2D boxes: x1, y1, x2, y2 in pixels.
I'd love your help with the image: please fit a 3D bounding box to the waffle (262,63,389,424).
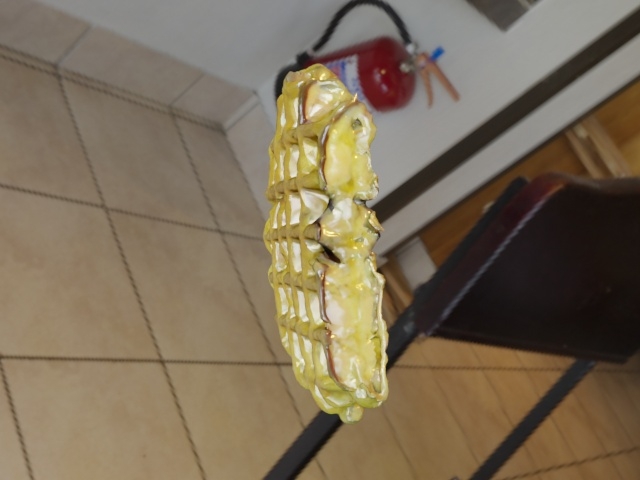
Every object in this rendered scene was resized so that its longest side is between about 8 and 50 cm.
[{"bbox_3d":[-0.001,0.001,0.785,0.065,0.283,0.309,-6,46,-18],"label":"waffle"}]
